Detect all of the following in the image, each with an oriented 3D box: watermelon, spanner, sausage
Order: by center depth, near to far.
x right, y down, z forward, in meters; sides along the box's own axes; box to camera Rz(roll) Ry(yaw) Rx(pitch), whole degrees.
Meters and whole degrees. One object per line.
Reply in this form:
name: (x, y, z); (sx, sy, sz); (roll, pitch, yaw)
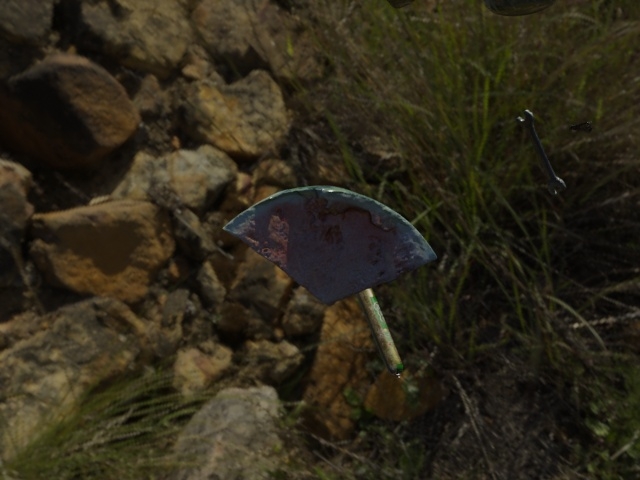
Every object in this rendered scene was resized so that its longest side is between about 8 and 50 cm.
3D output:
watermelon: (0.000, 0.000, 1.235); (0.256, 0.260, 0.176); (-29, 23, 44)
sausage: (0.098, 0.136, 1.499); (0.033, 0.033, 0.269); (-29, 67, 20)
spanner: (0.602, -0.238, 2.175); (0.054, 0.254, 0.015); (-15, 17, 49)

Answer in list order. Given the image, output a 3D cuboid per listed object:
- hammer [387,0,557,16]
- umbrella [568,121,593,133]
hammer: (0.173, -0.333, 0.906); (0.305, 0.202, 0.113); (-31, 30, -35)
umbrella: (0.671, -0.291, 2.047); (0.020, 0.031, 0.083); (-41, 23, -23)
